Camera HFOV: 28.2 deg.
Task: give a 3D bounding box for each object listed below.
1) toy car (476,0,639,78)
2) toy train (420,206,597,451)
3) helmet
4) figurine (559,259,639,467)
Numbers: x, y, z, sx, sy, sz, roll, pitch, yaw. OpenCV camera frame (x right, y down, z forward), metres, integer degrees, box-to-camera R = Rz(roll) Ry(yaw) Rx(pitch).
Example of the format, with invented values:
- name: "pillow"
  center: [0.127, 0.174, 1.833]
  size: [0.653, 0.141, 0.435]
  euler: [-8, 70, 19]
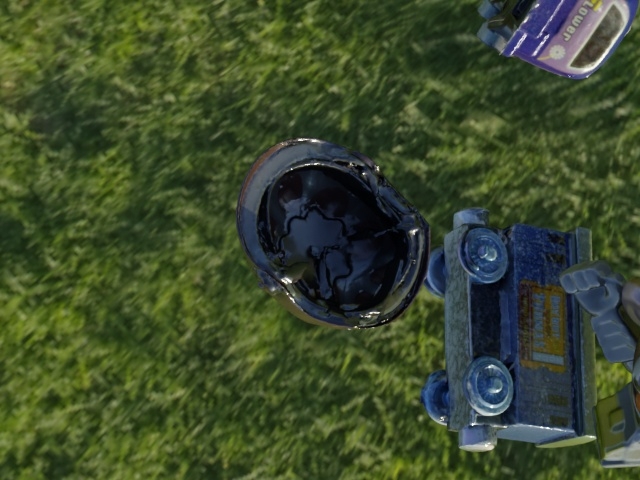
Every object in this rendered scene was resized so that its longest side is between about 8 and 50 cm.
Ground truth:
- name: "toy car"
  center: [0.310, -0.307, 1.619]
  size: [0.158, 0.235, 0.172]
  euler: [29, 117, -9]
- name: "toy train"
  center: [0.230, 0.111, 1.549]
  size: [0.201, 0.300, 0.131]
  euler: [10, 161, -24]
- name: "helmet"
  center: [0.000, 0.000, 0.739]
  size: [0.123, 0.098, 0.070]
  euler: [39, 161, -9]
- name: "figurine"
  center: [0.378, 0.151, 1.271]
  size: [0.342, 0.167, 0.285]
  euler: [21, 145, 19]
